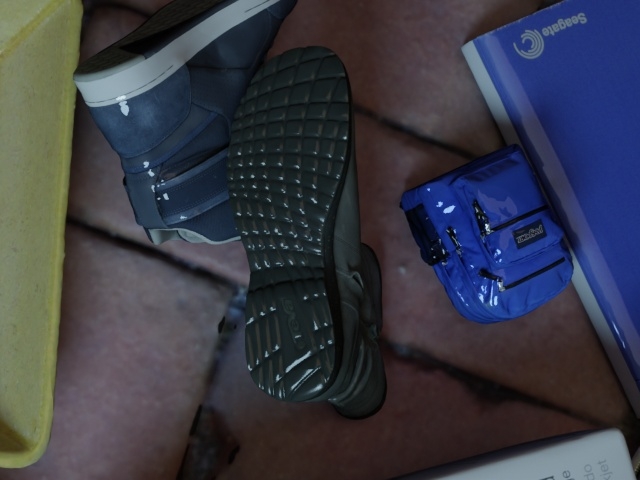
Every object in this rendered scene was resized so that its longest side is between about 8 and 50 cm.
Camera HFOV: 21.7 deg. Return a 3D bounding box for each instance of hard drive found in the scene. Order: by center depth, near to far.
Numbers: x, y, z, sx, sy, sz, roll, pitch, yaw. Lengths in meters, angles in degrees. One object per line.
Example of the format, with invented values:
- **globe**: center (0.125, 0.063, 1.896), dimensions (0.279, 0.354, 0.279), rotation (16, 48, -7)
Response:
- **hard drive**: center (0.269, -0.049, 1.321), dimensions (0.210, 0.040, 0.318), rotation (-25, 89, -22)

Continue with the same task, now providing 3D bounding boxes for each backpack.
- **backpack**: center (0.128, 0.001, 1.229), dimensions (0.098, 0.101, 0.120), rotation (-24, 92, -16)

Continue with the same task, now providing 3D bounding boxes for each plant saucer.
- **plant saucer**: center (-0.334, -0.027, 1.075), dimensions (0.333, 0.081, 0.332), rotation (7, 78, -19)

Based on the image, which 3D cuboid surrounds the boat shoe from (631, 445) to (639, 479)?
- **boat shoe**: center (0.301, 0.176, 1.231), dimensions (0.116, 0.099, 0.319), rotation (23, 85, -25)

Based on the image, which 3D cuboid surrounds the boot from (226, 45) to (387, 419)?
- **boot**: center (0.000, 0.000, 1.162), dimensions (0.083, 0.161, 0.246), rotation (-1, 83, 17)

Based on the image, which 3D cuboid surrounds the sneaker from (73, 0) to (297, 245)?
- **sneaker**: center (-0.070, -0.089, 1.187), dimensions (0.226, 0.086, 0.163), rotation (-42, 118, -44)

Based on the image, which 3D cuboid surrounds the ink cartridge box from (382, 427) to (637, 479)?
- **ink cartridge box**: center (0.040, 0.306, 1.100), dimensions (0.385, 0.160, 0.279), rotation (-13, 84, -22)
